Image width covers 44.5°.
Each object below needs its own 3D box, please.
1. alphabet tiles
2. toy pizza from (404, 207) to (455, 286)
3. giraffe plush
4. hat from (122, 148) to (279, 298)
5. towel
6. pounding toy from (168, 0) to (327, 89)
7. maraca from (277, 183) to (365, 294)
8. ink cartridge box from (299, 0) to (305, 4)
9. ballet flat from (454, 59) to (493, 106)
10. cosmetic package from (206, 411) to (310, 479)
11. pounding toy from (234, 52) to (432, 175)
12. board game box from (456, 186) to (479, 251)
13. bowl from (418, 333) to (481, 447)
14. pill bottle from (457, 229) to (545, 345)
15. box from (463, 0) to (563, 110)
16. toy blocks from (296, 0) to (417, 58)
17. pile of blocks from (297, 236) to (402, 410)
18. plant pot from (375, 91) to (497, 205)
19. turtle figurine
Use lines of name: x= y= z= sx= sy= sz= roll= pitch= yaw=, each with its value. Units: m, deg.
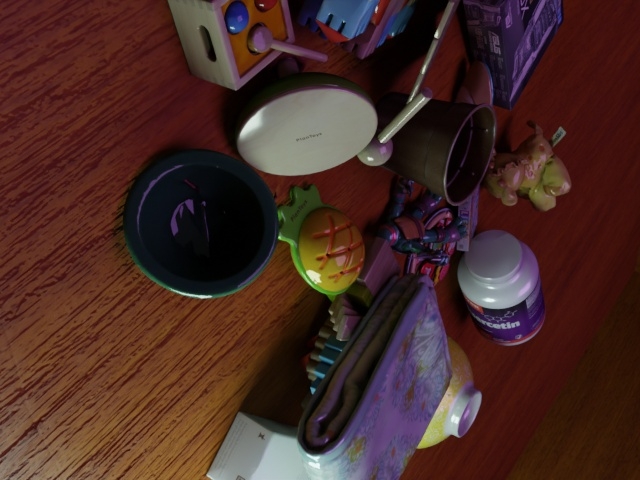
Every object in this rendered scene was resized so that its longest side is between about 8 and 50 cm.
alphabet tiles: x=0.199 y=-0.355 z=1.172 sx=0.285 sy=0.011 sz=0.342 roll=110 pitch=5 yaw=-45
toy pizza: x=0.240 y=0.030 z=1.633 sx=0.201 sy=0.032 sz=0.201 roll=-36 pitch=138 yaw=-41
giraffe plush: x=0.432 y=-0.147 z=1.716 sx=0.171 sy=0.181 sz=0.210 roll=-23 pitch=143 yaw=-22
hat: x=-0.152 y=-0.018 z=0.991 sx=0.209 sy=0.183 sz=0.172 roll=20 pitch=85 yaw=-18
towel: x=0.104 y=0.277 z=1.296 sx=0.374 sy=0.090 sz=0.320 roll=-53 pitch=143 yaw=-31
pounding toy: x=-0.077 y=-0.240 z=0.881 sx=0.130 sy=0.100 sz=0.141 roll=-47 pitch=144 yaw=-30
maraca: x=0.000 y=0.000 z=1.177 sx=0.185 sy=0.099 sz=0.127 roll=51 pitch=54 yaw=-29
ink cartridge box: x=-0.015 y=-0.408 z=0.915 sx=0.232 sy=0.066 sz=0.189 roll=29 pitch=84 yaw=-55
ballet flat: x=0.286 y=-0.229 z=1.496 sx=0.073 sy=0.080 sz=0.232 roll=-21 pitch=131 yaw=-13
cosmetic package: x=-0.079 y=0.367 z=1.309 sx=0.117 sy=0.086 sz=0.231 roll=-63 pitch=148 yaw=-8
pounding toy: x=-0.001 y=-0.180 z=1.022 sx=0.237 sy=0.110 sz=0.183 roll=-2 pitch=151 yaw=-21
board game box: x=0.314 y=-0.068 z=1.661 sx=0.103 sy=0.026 sz=0.154 roll=-63 pitch=155 yaw=-44
bowl: x=0.273 y=0.361 z=1.788 sx=0.289 sy=0.156 sz=0.289 roll=-36 pitch=137 yaw=-42
pill bottle: x=0.422 y=0.109 z=1.828 sx=0.181 sy=0.182 sz=0.323 roll=-57 pitch=148 yaw=-17
box: x=0.368 y=-0.431 z=1.465 sx=0.242 sy=0.077 sz=0.307 roll=-58 pitch=153 yaw=-15
toy blocks: x=0.072 y=-0.352 z=0.969 sx=0.261 sy=0.191 sz=0.381 roll=-62 pitch=172 yaw=32
pile of blocks: x=0.018 y=0.161 z=1.296 sx=0.149 sy=0.113 sz=0.362 roll=18 pitch=88 yaw=-60
plant pot: x=0.172 y=-0.160 z=1.266 sx=0.167 sy=0.165 sz=0.167 roll=-37 pitch=139 yaw=-41
turtle figurine: x=0.168 y=-0.028 z=1.407 sx=0.234 sy=0.118 sz=0.175 roll=-17 pitch=83 yaw=-55
